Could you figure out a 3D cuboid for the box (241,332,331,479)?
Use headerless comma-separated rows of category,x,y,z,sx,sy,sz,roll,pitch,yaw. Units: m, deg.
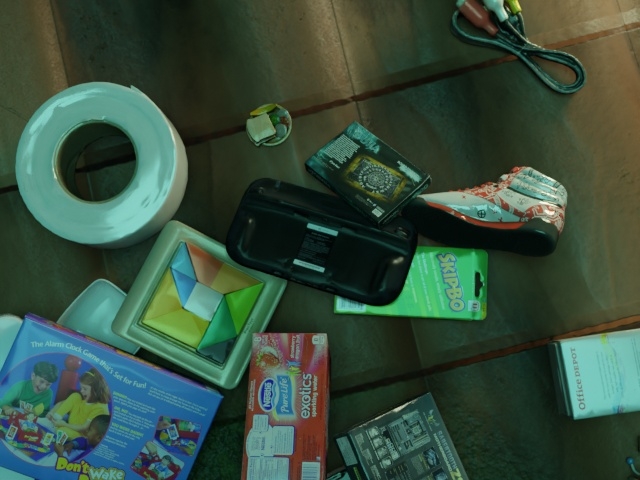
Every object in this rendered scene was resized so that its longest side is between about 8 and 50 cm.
box,-0.051,0.287,1.431,0.128,0.123,0.257,0,63,4

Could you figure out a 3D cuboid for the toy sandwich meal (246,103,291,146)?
toy sandwich meal,-0.093,-0.207,1.578,0.085,0.029,0.086,0,83,3

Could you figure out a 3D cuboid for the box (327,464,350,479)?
box,0.033,0.558,1.452,0.257,0.079,0.322,-28,82,-2

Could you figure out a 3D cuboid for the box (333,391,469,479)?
box,0.146,0.386,1.430,0.183,0.059,0.233,-18,81,-34

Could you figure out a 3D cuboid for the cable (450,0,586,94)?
cable,0.338,-0.355,1.550,0.139,0.072,0.287,-39,83,4

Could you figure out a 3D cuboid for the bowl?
bowl,-0.371,0.155,1.538,0.142,0.053,0.142,41,87,8

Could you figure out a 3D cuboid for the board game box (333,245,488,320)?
board game box,0.156,0.072,1.525,0.259,0.039,0.124,2,81,7

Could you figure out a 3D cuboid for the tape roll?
tape roll,-0.379,-0.130,1.551,0.286,0.100,0.286,-1,83,4

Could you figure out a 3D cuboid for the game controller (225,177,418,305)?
game controller,0.000,0.000,1.508,0.319,0.067,0.167,17,78,12

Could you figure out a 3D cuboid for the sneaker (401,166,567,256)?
sneaker,0.284,-0.062,1.511,0.270,0.090,0.145,11,51,22

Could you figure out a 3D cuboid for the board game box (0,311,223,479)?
board game box,-0.367,0.294,1.455,0.347,0.078,0.233,25,85,-12

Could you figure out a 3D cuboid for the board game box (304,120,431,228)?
board game box,0.080,-0.115,1.513,0.126,0.026,0.186,-40,60,-15

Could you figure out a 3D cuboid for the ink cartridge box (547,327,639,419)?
ink cartridge box,0.473,0.214,1.441,0.176,0.127,0.128,-8,82,2

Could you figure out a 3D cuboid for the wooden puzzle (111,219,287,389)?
wooden puzzle,-0.204,0.107,1.508,0.238,0.044,0.221,26,75,-2

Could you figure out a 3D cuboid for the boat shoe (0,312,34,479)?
boat shoe,-0.529,0.274,1.511,0.108,0.102,0.301,-6,92,-16

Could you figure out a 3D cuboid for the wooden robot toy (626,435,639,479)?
wooden robot toy,0.535,0.408,1.438,0.076,0.079,0.173,18,85,6
